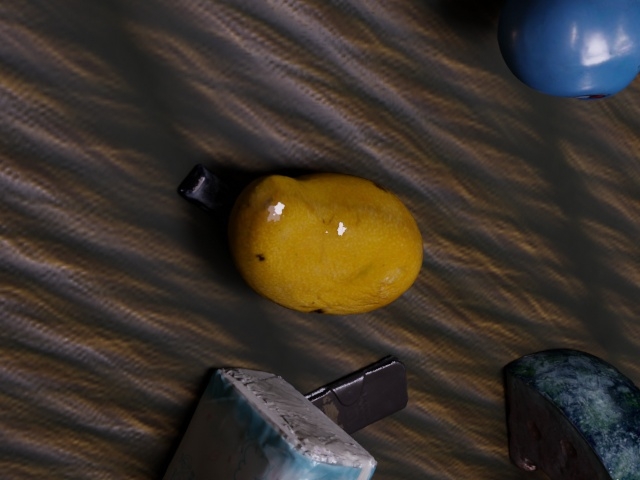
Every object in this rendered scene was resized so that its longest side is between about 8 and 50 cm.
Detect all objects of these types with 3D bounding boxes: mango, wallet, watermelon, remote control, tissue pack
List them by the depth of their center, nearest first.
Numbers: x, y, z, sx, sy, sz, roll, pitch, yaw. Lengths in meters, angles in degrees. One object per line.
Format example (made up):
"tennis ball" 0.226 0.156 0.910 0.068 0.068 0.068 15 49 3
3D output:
"remote control" -0.100 -0.040 1.660 0.039 0.014 0.096 -52 136 2
"mango" -0.001 -0.003 1.696 0.262 0.109 0.157 26 113 -43
"tissue pack" -0.083 0.292 1.759 0.124 0.201 0.271 16 105 -39
"wallet" 0.032 0.190 1.904 0.156 0.018 0.082 -22 128 -23
"watermelon" 0.347 0.274 2.059 0.148 0.318 0.226 -24 170 -29

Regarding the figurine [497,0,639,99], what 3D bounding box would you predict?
"figurine" 0.363 -0.263 1.697 0.416 0.298 0.243 -47 135 -19
